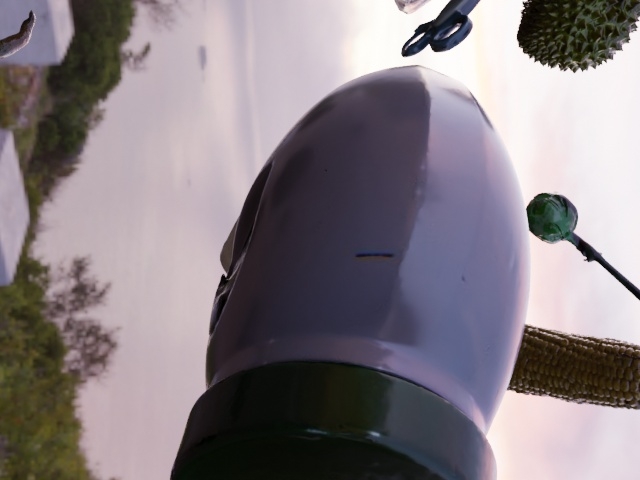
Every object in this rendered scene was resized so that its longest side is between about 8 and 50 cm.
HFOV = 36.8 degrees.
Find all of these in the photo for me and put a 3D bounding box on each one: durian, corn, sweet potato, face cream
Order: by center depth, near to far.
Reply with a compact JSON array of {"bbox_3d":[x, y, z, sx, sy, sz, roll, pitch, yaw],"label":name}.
[{"bbox_3d":[0.033,0.053,0.722,0.312,0.219,0.357,119,-13,-45],"label":"face cream"},{"bbox_3d":[0.330,-0.297,1.204,0.198,0.146,0.159,-58,176,-24],"label":"durian"},{"bbox_3d":[0.313,0.165,1.263,0.293,0.106,0.106,7,-76,42],"label":"corn"},{"bbox_3d":[-0.622,-0.405,1.948,0.153,0.038,0.041,-55,144,-30],"label":"sweet potato"}]

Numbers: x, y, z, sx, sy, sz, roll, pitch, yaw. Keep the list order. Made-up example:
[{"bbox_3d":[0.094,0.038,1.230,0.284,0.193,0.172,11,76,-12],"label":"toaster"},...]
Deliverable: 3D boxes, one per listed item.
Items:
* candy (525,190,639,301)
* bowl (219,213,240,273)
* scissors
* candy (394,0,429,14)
[{"bbox_3d":[0.515,0.033,1.800,0.323,0.097,0.097,43,-12,8],"label":"candy"},{"bbox_3d":[0.000,0.000,1.412,0.277,0.277,0.145,-100,-154,-66],"label":"bowl"},{"bbox_3d":[0.246,-0.410,1.673,0.289,0.138,0.041,-53,121,-30],"label":"scissors"},{"bbox_3d":[0.167,-0.481,1.622,0.137,0.185,0.195,58,8,1],"label":"candy"}]
